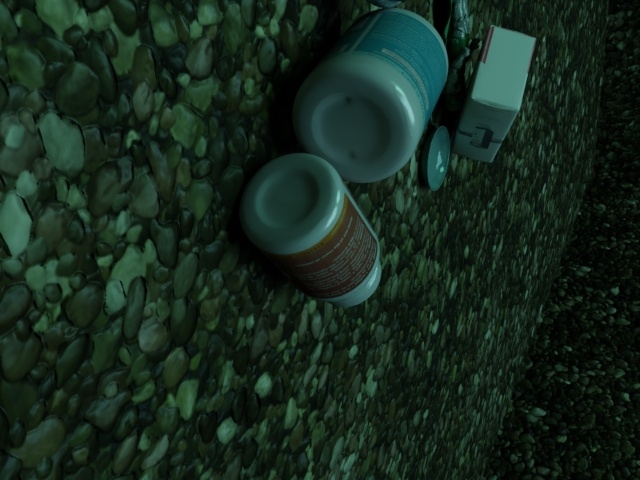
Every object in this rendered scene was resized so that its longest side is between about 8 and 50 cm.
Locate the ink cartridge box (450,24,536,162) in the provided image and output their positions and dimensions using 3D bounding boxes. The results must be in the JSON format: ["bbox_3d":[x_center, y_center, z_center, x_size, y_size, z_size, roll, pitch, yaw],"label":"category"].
[{"bbox_3d":[0.315,-0.264,1.356,0.218,0.092,0.159,94,13,-72],"label":"ink cartridge box"}]

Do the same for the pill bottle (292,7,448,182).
[{"bbox_3d":[0.073,-0.192,0.891,0.264,0.146,0.146,-60,149,-50],"label":"pill bottle"}]

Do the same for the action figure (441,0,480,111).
[{"bbox_3d":[0.246,-0.345,1.307,0.137,0.063,0.232,-45,142,-54],"label":"action figure"}]

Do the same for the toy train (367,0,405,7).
[{"bbox_3d":[0.060,-0.438,0.816,0.190,0.142,0.334,-15,113,-52],"label":"toy train"}]

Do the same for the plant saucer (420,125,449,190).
[{"bbox_3d":[0.209,-0.152,1.343,0.119,0.021,0.119,-33,129,-55],"label":"plant saucer"}]

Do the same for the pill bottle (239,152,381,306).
[{"bbox_3d":[0.000,0.000,0.864,0.216,0.121,0.121,52,54,-57],"label":"pill bottle"}]
